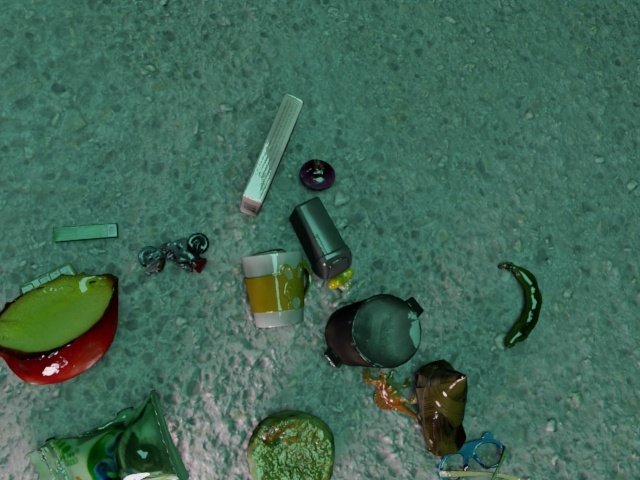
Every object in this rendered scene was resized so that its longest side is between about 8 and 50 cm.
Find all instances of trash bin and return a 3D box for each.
[{"bbox_3d":[0.145,0.271,1.745,0.252,0.301,0.203,-39,90,-19],"label":"trash bin"},{"bbox_3d":[0.000,0.000,1.821,0.101,0.176,0.236,-26,84,-14],"label":"trash bin"}]

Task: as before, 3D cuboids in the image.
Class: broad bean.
[{"bbox_3d":[0.676,0.214,2.002,0.144,0.049,0.291,0,79,-6],"label":"broad bean"}]

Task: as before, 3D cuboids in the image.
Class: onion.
[{"bbox_3d":[-0.009,-0.212,1.890,0.115,0.104,0.115,2,46,-2],"label":"onion"}]

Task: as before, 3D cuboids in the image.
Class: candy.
[{"bbox_3d":[-0.572,0.603,1.610,0.398,0.172,0.262,-25,83,-2],"label":"candy"}]

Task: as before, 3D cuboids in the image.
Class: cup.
[{"bbox_3d":[-0.113,0.136,1.789,0.241,0.186,0.225,-4,87,-44],"label":"cup"}]

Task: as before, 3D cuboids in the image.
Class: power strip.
[{"bbox_3d":[-0.780,0.132,1.703,0.169,0.028,0.076,-30,89,-15],"label":"power strip"}]

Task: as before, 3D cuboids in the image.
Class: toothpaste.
[{"bbox_3d":[-0.686,-0.023,1.745,0.179,0.037,0.043,-5,86,-13],"label":"toothpaste"}]

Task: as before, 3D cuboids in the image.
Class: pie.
[{"bbox_3d":[-0.082,0.637,1.746,0.277,0.078,0.276,3,79,-15],"label":"pie"}]

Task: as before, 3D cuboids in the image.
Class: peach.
[{"bbox_3d":[-0.691,0.242,1.624,0.258,0.201,0.362,35,58,26],"label":"peach"}]

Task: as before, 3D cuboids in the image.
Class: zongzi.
[{"bbox_3d":[0.384,0.505,1.757,0.139,0.300,0.285,-6,82,-13],"label":"zongzi"}]

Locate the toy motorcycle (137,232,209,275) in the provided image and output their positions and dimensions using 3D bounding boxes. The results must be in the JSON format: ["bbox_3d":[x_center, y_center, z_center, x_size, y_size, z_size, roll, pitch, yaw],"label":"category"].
[{"bbox_3d":[-0.429,0.055,1.768,0.213,0.082,0.122,-15,74,-6],"label":"toy motorcycle"}]

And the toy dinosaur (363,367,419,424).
[{"bbox_3d":[0.223,0.488,1.853,0.143,0.057,0.211,-14,83,-3],"label":"toy dinosaur"}]

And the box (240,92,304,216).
[{"bbox_3d":[-0.151,-0.254,1.815,0.065,0.200,0.343,22,77,-5],"label":"box"}]

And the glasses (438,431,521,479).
[{"bbox_3d":[0.499,0.718,1.831,0.239,0.207,0.102,-13,120,-12],"label":"glasses"}]

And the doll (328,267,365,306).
[{"bbox_3d":[0.075,0.151,1.871,0.113,0.072,0.135,36,69,-21],"label":"doll"}]
